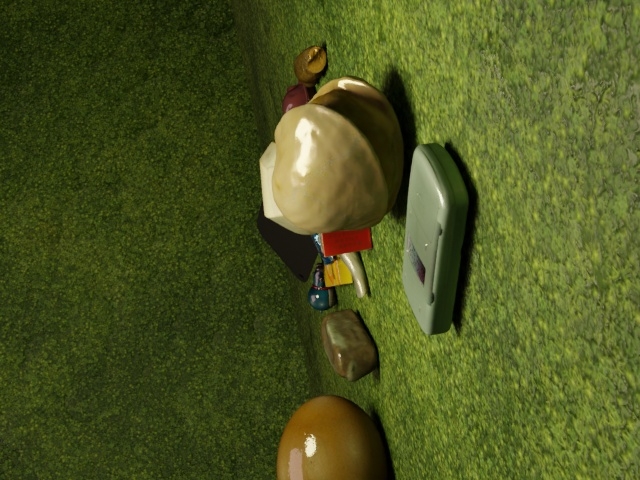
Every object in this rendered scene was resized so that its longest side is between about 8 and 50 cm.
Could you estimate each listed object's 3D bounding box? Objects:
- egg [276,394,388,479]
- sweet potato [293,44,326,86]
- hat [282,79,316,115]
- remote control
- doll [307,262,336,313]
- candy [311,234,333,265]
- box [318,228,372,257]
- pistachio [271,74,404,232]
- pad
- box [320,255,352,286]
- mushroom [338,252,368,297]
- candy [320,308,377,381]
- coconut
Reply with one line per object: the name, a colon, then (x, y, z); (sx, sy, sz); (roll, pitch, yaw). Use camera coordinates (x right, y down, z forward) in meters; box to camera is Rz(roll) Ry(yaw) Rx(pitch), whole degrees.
egg: (0.029, 0.567, 2.034); (0.282, 0.282, 0.351); (-176, 76, -82)
sweet potato: (-0.032, -0.412, 1.954); (0.243, 0.077, 0.077); (155, 105, -81)
hat: (-0.057, -0.342, 2.159); (0.205, 0.089, 0.205); (170, 90, -83)
remote control: (0.165, -0.001, 1.181); (0.140, 0.056, 0.296); (-111, 15, -45)
doll: (0.006, 0.145, 2.388); (0.114, 0.085, 0.152); (-73, -14, -76)
candy: (0.000, 0.000, 2.064); (0.136, 0.038, 0.088); (71, 160, -2)
box: (0.045, -0.060, 1.732); (0.048, 0.112, 0.175); (-119, 21, -69)
pistachio: (0.030, -0.136, 1.394); (0.238, 0.229, 0.321); (33, 148, 14)
pad: (-0.076, -0.097, 2.203); (0.315, 0.063, 0.375); (48, 145, 20)
box: (0.036, 0.048, 2.173); (0.269, 0.043, 0.152); (140, 119, -82)
mushroom: (0.075, 0.046, 1.910); (0.059, 0.054, 0.202); (84, 168, -64)
candy: (0.068, 0.257, 2.000); (0.234, 0.104, 0.102); (-118, 18, -64)
coconut: (-0.034, -0.124, 1.862); (0.241, 0.241, 0.241); (170, 90, -82)
